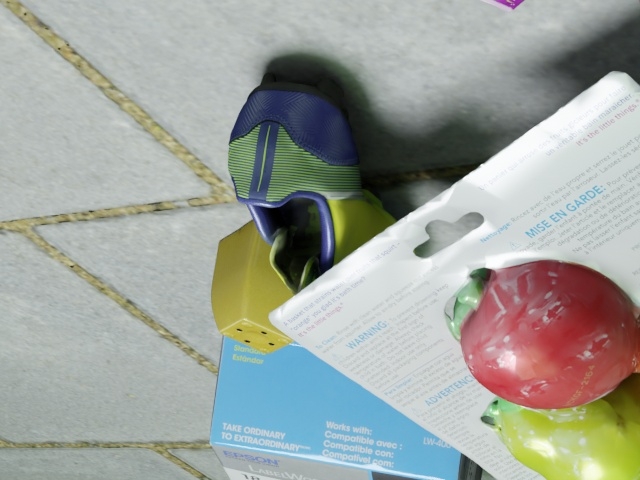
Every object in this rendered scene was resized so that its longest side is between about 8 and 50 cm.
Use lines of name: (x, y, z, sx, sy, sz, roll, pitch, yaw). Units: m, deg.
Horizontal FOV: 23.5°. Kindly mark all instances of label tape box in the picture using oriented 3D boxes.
label tape box: (0.025, 0.186, 1.469, 0.240, 0.106, 0.334, 8, 154, 13)

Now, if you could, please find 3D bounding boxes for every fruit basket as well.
fruit basket: (0.198, 0.067, 1.008, 0.353, 0.165, 0.327, 39, 132, -16)

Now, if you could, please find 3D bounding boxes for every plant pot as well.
plant pot: (-0.042, 0.042, 1.238, 0.081, 0.083, 0.081, 25, 152, -21)

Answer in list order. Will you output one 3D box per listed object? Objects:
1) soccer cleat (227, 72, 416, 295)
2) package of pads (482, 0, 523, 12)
soccer cleat: (-0.001, 0.000, 1.085, 0.093, 0.121, 0.289, 5, 153, 20)
package of pads: (0.081, -0.157, 0.829, 0.083, 0.032, 0.050, 21, 156, -13)
